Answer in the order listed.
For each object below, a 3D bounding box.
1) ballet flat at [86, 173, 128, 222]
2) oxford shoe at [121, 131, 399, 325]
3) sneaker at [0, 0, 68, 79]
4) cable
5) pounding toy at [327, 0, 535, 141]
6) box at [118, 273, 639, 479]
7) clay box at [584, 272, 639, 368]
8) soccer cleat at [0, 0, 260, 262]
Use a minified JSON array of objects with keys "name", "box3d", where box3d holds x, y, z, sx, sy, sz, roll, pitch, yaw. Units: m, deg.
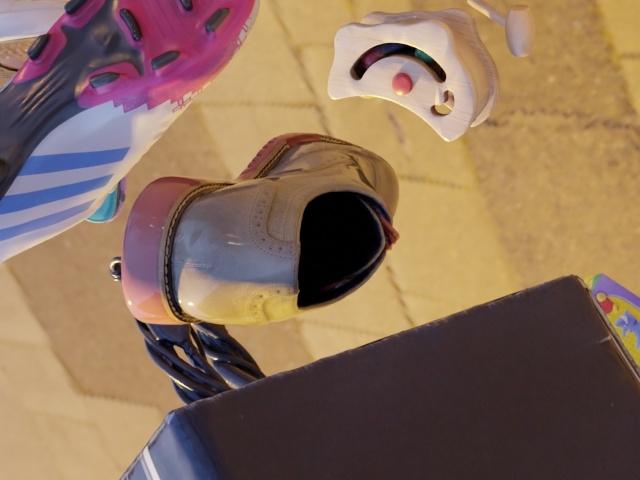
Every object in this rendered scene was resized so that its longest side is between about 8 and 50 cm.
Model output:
[{"name":"ballet flat","box3d":[-0.231,-0.122,1.760,0.079,0.077,0.221,-91,9,-52]},{"name":"oxford shoe","box3d":[0.000,0.000,1.123,0.130,0.348,0.123,6,105,23]},{"name":"sneaker","box3d":[-0.300,-0.201,1.388,0.290,0.106,0.123,1,80,36]},{"name":"cable","box3d":[-0.090,0.087,1.256,0.184,0.047,0.150,51,-176,18]},{"name":"pounding toy","box3d":[0.158,-0.222,2.090,0.269,0.155,0.154,3,112,33]},{"name":"box","box3d":[0.056,0.356,0.946,0.472,0.297,0.480,61,143,20]},{"name":"clay box","box3d":[0.306,0.163,1.845,0.127,0.222,0.053,32,169,-8]},{"name":"soccer cleat","box3d":[-0.180,-0.096,1.267,0.116,0.331,0.143,54,-179,26]}]
